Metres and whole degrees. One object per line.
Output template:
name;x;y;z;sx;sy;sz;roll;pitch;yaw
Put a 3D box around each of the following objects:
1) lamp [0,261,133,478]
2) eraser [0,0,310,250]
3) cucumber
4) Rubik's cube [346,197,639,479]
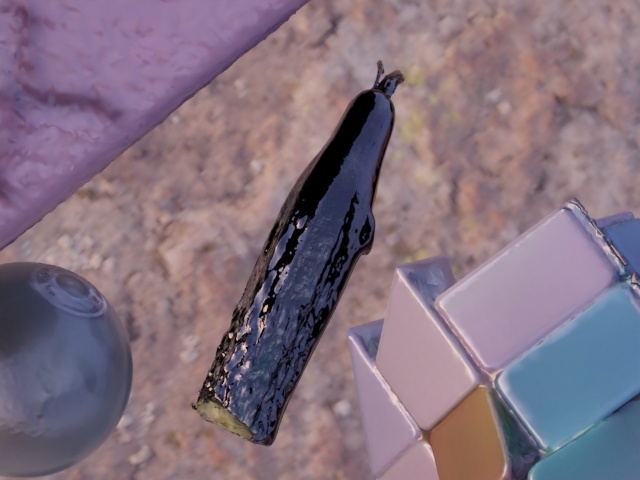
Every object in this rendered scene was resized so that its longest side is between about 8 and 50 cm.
lamp;-0.139;0.060;0.768;0.105;0.105;0.105;13;63;-27
eraser;-0.130;-0.135;0.650;0.122;0.359;0.272;47;9;-39
cucumber;0.000;0.000;0.625;0.039;0.043;0.163;27;78;-3
Rubik's cube;0.223;0.160;1.568;0.358;0.368;0.387;-10;59;-51
